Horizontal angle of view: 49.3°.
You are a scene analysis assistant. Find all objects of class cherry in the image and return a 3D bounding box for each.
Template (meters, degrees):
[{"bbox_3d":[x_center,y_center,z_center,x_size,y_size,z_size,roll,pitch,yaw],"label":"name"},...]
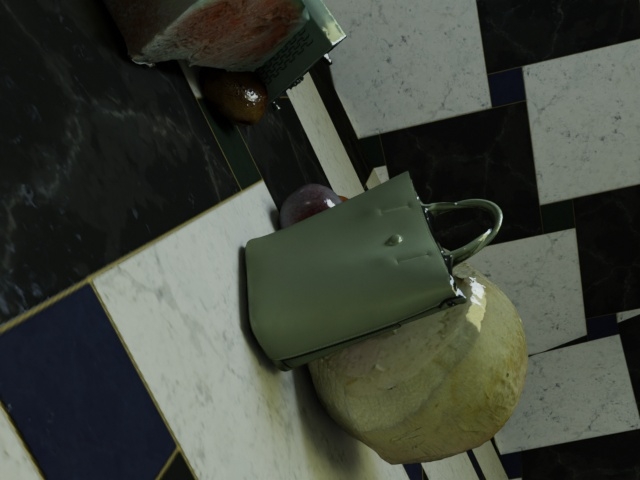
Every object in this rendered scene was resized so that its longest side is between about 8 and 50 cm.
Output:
[{"bbox_3d":[-0.004,0.000,1.139,0.148,0.115,0.188,-3,-72,60],"label":"cherry"}]

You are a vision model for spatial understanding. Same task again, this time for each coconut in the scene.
[{"bbox_3d":[0.129,0.155,0.948,0.254,0.297,0.297,52,18,-43],"label":"coconut"}]

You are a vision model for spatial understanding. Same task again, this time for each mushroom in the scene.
[{"bbox_3d":[-0.136,-0.228,1.073,0.127,0.087,0.127,37,23,-18],"label":"mushroom"}]

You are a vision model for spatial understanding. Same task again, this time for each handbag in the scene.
[{"bbox_3d":[0.061,0.015,0.836,0.109,0.315,0.241,54,15,-37],"label":"handbag"}]

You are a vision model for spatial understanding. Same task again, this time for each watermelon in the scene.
[{"bbox_3d":[-0.138,-0.301,0.902,0.224,0.180,0.305,26,17,19],"label":"watermelon"}]

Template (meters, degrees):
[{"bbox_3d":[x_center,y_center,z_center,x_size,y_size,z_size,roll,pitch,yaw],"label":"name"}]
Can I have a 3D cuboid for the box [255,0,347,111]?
[{"bbox_3d":[-0.083,-0.319,1.065,0.211,0.045,0.270,53,-29,-7],"label":"box"}]

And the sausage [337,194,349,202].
[{"bbox_3d":[0.065,-0.043,1.588,0.197,0.076,0.076,47,22,-62],"label":"sausage"}]
